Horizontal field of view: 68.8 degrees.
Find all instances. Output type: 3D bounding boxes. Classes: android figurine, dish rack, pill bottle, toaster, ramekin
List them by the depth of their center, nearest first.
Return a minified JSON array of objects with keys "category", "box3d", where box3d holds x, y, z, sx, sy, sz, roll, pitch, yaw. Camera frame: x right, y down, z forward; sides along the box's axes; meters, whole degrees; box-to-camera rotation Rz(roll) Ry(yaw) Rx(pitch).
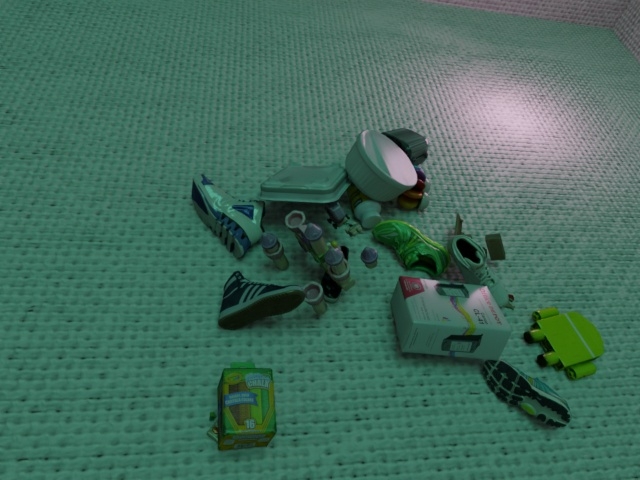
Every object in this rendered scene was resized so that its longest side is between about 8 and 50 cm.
[{"category":"android figurine","box3d":[0.818,0.332,1.553,0.272,0.056,0.248,-11,56,-19]},{"category":"dish rack","box3d":[-0.048,-0.212,1.632,0.285,0.073,0.333,5,23,14]},{"category":"ramekin","box3d":[0.210,-0.262,1.697,0.272,0.127,0.273,27,39,-25]},{"category":"pill bottle","box3d":[0.165,-0.140,1.732,0.103,0.103,0.184,-4,54,-16]},{"category":"toaster","box3d":[0.336,-0.384,1.935,0.146,0.129,0.227,-22,43,-31]}]

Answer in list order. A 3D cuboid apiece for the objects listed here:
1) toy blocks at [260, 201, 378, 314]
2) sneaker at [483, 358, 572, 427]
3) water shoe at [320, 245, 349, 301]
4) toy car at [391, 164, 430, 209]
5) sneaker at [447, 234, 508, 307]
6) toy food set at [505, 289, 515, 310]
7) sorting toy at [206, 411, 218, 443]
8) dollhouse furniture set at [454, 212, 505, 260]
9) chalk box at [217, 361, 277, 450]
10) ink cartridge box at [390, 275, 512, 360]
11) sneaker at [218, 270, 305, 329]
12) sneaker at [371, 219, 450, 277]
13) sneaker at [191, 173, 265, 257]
[{"category":"toy blocks","box3d":[0.000,0.000,1.413,0.309,0.260,0.288,-38,56,-10]},{"category":"sneaker","box3d":[0.618,0.450,1.409,0.275,0.107,0.110,36,24,20]},{"category":"water shoe","box3d":[0.047,0.104,1.534,0.072,0.080,0.203,15,52,-1]},{"category":"toy car","box3d":[0.355,-0.216,1.812,0.159,0.136,0.182,15,52,-1]},{"category":"sneaker","box3d":[0.524,0.108,1.553,0.108,0.169,0.293,-37,81,8]},{"category":"toy food set","box3d":[0.631,0.188,1.642,0.122,0.019,0.078,24,52,5]},{"category":"sorting toy","box3d":[-0.266,0.486,1.216,0.083,0.012,0.062,34,54,12]},{"category":"dollhouse furniture set","box3d":[0.586,-0.015,1.709,0.151,0.144,0.123,-7,44,29]},{"category":"chalk box","box3d":[-0.195,0.409,1.207,0.132,0.132,0.213,3,52,-18]},{"category":"ink cartridge box","box3d":[0.391,0.236,1.445,0.305,0.131,0.226,5,32,-7]},{"category":"sneaker","box3d":[-0.177,0.149,1.374,0.282,0.099,0.153,-22,46,18]},{"category":"sneaker","box3d":[0.314,0.027,1.635,0.295,0.110,0.124,28,48,8]},{"category":"sneaker","box3d":[-0.293,-0.097,1.595,0.182,0.127,0.316,-30,71,-34]}]
